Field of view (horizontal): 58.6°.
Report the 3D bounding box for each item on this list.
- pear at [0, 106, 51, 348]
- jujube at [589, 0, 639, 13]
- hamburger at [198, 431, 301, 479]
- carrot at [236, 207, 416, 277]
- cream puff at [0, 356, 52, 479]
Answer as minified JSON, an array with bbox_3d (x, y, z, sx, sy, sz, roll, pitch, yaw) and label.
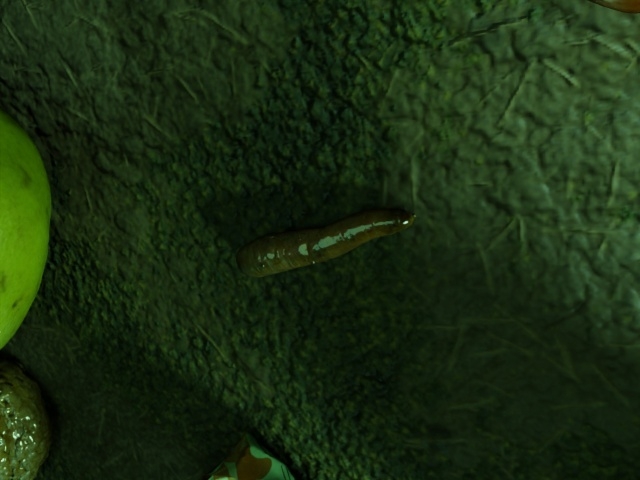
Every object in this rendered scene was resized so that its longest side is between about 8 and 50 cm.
[{"bbox_3d":[-0.399,0.012,0.526,0.288,0.287,0.375,31,128,13],"label":"pear"},{"bbox_3d":[0.208,-0.233,0.261,0.255,0.190,0.190,-35,88,10],"label":"jujube"},{"bbox_3d":[-0.072,0.329,0.538,0.235,0.125,0.214,-47,73,12],"label":"hamburger"},{"bbox_3d":[0.000,0.002,0.476,0.165,0.036,0.035,-14,98,23],"label":"carrot"},{"bbox_3d":[-0.426,0.233,0.641,0.184,0.169,0.183,6,105,23],"label":"cream puff"}]
